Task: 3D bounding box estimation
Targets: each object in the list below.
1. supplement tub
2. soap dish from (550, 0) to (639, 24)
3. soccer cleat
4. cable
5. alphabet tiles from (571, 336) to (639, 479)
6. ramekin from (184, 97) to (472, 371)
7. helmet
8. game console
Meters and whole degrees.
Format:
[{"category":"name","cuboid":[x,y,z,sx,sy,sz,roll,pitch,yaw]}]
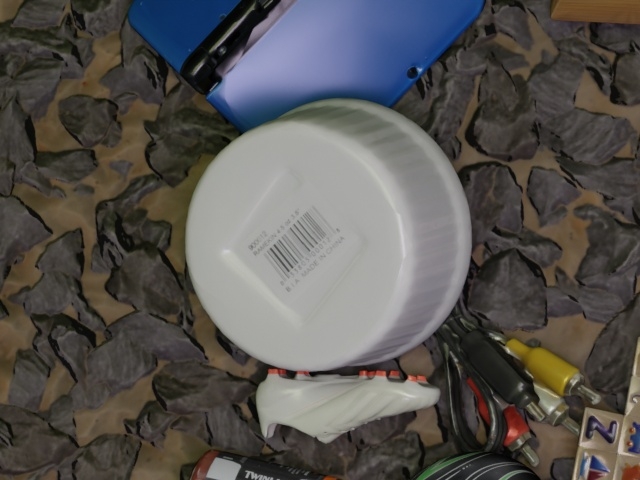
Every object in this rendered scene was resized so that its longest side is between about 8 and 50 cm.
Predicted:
[{"category":"supplement tub","cuboid":[-0.034,0.280,1.791,0.197,0.106,0.106,11,83,13]},{"category":"soap dish","cuboid":[0.383,-0.334,1.798,0.290,0.118,0.229,4,82,13]},{"category":"soccer cleat","cuboid":[0.029,0.170,1.820,0.196,0.068,0.076,-1,86,19]},{"category":"cable","cuboid":[0.152,0.108,1.822,0.139,0.072,0.287,-48,62,18]},{"category":"alphabet tiles","cuboid":[0.347,0.221,1.742,0.198,0.009,0.237,12,83,-4]},{"category":"ramekin","cuboid":[0.000,0.000,1.771,0.277,0.135,0.277,4,99,24]},{"category":"helmet","cuboid":[0.145,0.283,1.719,0.169,0.161,0.169,-1,87,22]},{"category":"game console","cuboid":[-0.019,-0.253,1.915,0.293,0.173,0.250,-46,44,1]}]
